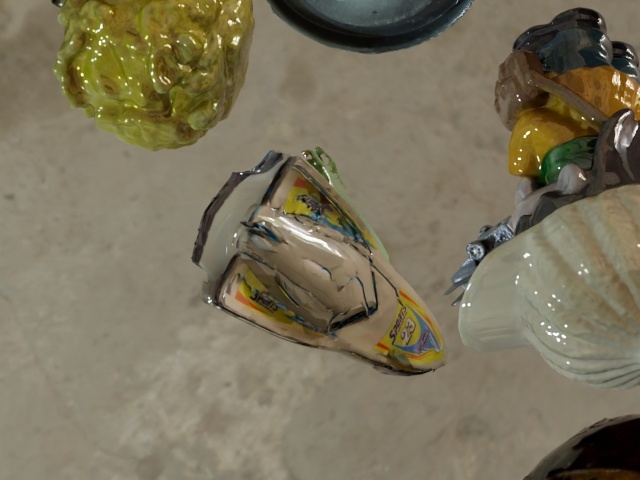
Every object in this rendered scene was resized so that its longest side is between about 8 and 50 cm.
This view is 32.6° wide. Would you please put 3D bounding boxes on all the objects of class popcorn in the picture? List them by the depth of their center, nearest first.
[{"bbox_3d":[-0.187,-0.223,1.228,0.225,0.249,0.249,7,91,0],"label":"popcorn"}]

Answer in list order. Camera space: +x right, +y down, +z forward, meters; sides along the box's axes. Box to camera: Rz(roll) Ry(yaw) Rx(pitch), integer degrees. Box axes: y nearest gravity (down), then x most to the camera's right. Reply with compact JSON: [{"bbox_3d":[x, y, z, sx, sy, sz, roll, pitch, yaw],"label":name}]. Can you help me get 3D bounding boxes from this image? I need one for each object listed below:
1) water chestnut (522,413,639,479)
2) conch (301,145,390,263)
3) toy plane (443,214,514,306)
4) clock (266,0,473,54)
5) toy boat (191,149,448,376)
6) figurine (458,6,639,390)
[{"bbox_3d":[0.274,0.290,0.840,0.300,0.300,0.299,0,89,14],"label":"water chestnut"},{"bbox_3d":[0.000,0.000,1.051,0.106,0.079,0.170,-32,101,-26],"label":"conch"},{"bbox_3d":[0.308,-0.006,1.722,0.088,0.212,0.267,46,125,0],"label":"toy plane"},{"bbox_3d":[0.080,-0.476,1.812,0.386,0.386,0.076,-6,51,14],"label":"clock"},{"bbox_3d":[0.012,0.028,0.590,0.066,0.210,0.084,14,75,45],"label":"toy boat"},{"bbox_3d":[0.235,-0.041,0.880,0.205,0.185,0.332,-12,56,46],"label":"figurine"}]
